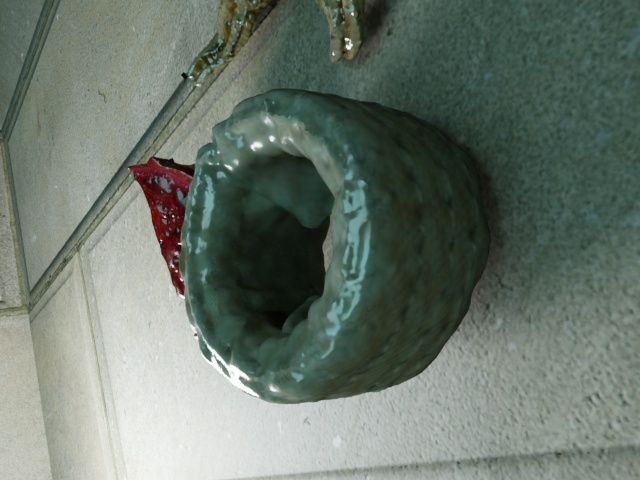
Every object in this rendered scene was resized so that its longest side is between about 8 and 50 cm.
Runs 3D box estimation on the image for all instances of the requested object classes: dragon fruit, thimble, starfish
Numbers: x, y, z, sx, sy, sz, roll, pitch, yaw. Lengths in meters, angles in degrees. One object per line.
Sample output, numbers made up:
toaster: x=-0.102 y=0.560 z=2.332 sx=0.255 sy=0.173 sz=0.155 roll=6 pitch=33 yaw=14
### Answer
dragon fruit: x=-0.120 y=-0.008 z=0.791 sx=0.211 sy=0.134 sz=0.262 roll=-8 pitch=103 yaw=39
thimble: x=0.000 y=0.000 z=0.552 sx=0.291 sy=0.195 sz=0.292 roll=-6 pitch=81 yaw=43
starfish: x=-0.087 y=-0.364 z=0.735 sx=0.431 sy=0.082 sz=0.324 roll=16 pitch=109 yaw=44
